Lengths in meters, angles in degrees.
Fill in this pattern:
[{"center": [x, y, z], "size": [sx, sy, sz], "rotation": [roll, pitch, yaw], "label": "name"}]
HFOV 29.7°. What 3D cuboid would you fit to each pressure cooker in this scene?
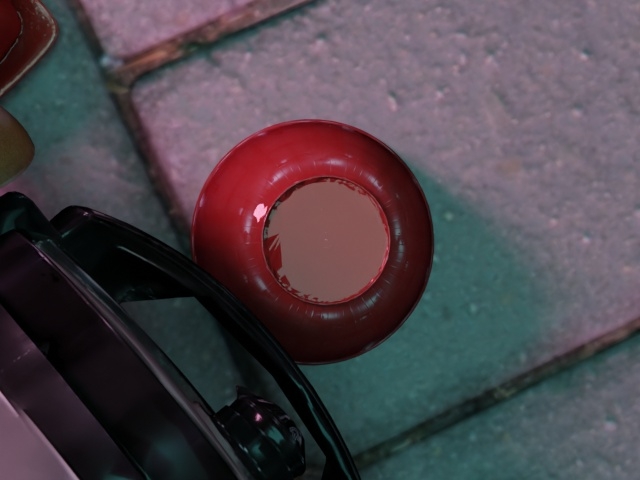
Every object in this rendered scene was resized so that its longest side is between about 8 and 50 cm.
[{"center": [-0.172, 0.203, 0.675], "size": [0.420, 0.370, 0.375], "rotation": [-39, 52, -15], "label": "pressure cooker"}]

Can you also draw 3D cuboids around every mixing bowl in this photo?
[{"center": [0.000, 0.000, 0.843], "size": [0.181, 0.098, 0.181], "rotation": [0, 89, -6], "label": "mixing bowl"}]

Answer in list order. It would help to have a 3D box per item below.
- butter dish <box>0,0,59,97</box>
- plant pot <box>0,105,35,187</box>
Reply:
[{"center": [-0.285, -0.151, 0.807], "size": [0.160, 0.118, 0.160], "rotation": [-44, 92, -4], "label": "butter dish"}, {"center": [-0.282, -0.052, 0.676], "size": [0.236, 0.236, 0.032], "rotation": [-4, 113, -5], "label": "plant pot"}]
